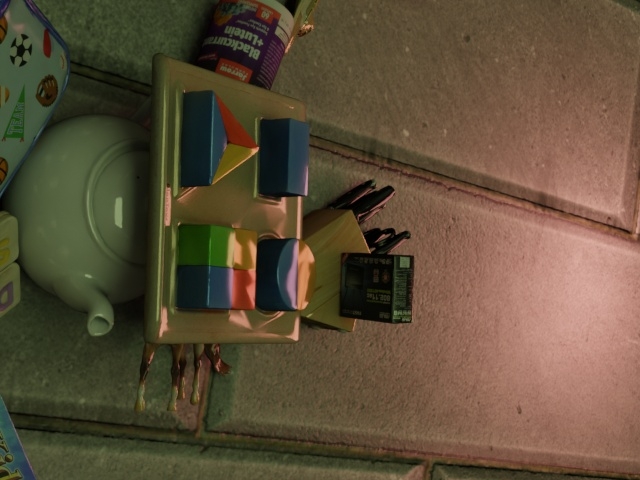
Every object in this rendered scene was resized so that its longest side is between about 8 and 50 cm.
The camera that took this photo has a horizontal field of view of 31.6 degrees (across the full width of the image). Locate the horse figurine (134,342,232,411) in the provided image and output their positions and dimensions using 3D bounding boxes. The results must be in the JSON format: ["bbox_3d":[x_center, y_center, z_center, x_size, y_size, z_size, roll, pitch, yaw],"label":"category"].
[{"bbox_3d":[-0.175,0.125,1.445,0.263,0.066,0.174,17,79,-77],"label":"horse figurine"}]

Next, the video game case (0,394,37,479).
[{"bbox_3d":[-0.435,0.344,1.302,0.244,0.061,0.269,-29,108,-35],"label":"video game case"}]

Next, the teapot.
[{"bbox_3d":[-0.239,-0.044,1.356,0.252,0.187,0.256,-23,102,-42],"label":"teapot"}]

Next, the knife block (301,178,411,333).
[{"bbox_3d":[0.000,0.000,1.619,0.276,0.088,0.242,20,78,-36],"label":"knife block"}]

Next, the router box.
[{"bbox_3d":[0.076,0.063,1.545,0.038,0.122,0.092,1,90,-34],"label":"router box"}]

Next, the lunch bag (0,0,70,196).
[{"bbox_3d":[-0.408,-0.144,1.215,0.303,0.115,0.243,-64,159,-17],"label":"lunch bag"}]

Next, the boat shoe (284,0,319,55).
[{"bbox_3d":[-0.029,-0.316,1.613,0.045,0.050,0.135,32,72,-28],"label":"boat shoe"}]

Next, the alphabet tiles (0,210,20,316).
[{"bbox_3d":[-0.422,0.086,1.213,0.284,0.021,0.278,-46,154,-47],"label":"alphabet tiles"}]

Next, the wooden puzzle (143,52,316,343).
[{"bbox_3d":[-0.088,-0.037,1.362,0.348,0.080,0.322,9,80,-62],"label":"wooden puzzle"}]

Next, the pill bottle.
[{"bbox_3d":[-0.114,-0.227,1.512,0.108,0.108,0.193,29,73,-35],"label":"pill bottle"}]
